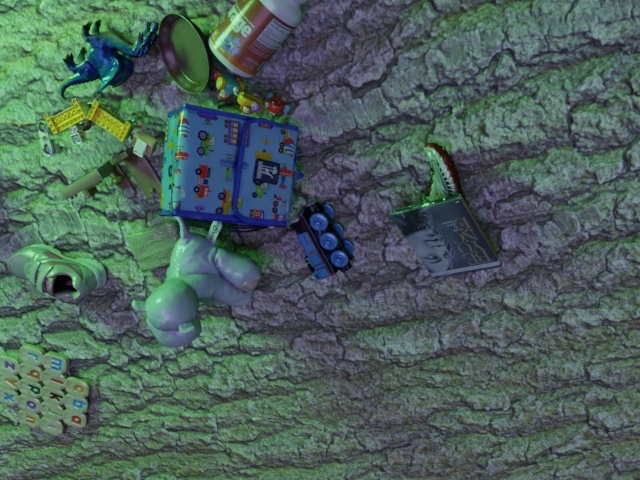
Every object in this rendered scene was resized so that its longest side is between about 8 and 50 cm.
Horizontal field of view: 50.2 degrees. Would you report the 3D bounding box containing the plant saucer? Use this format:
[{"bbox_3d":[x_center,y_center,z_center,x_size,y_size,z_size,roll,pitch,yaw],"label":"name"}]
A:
[{"bbox_3d":[-0.278,-0.392,1.428,0.168,0.029,0.168,28,134,34],"label":"plant saucer"}]

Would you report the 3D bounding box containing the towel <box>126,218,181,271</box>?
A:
[{"bbox_3d":[-0.395,0.015,1.668,0.148,0.027,0.110,-18,109,18],"label":"towel"}]

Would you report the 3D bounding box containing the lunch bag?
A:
[{"bbox_3d":[-0.176,-0.148,1.446,0.293,0.138,0.221,5,89,-26],"label":"lunch bag"}]

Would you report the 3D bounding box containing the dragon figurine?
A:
[{"bbox_3d":[-0.466,-0.375,1.480,0.144,0.085,0.289,40,114,-7],"label":"dragon figurine"}]

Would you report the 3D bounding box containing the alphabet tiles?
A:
[{"bbox_3d":[-0.783,0.425,1.931,0.278,0.021,0.284,16,115,5],"label":"alphabet tiles"}]

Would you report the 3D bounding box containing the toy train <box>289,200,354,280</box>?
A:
[{"bbox_3d":[0.000,0.000,1.552,0.105,0.080,0.184,-22,107,26],"label":"toy train"}]

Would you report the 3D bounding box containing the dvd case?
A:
[{"bbox_3d":[0.270,-0.002,1.463,0.164,0.018,0.221,-13,132,33],"label":"dvd case"}]

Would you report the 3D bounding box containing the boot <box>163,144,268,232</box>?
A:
[{"bbox_3d":[-0.226,-0.130,1.531,0.246,0.094,0.207,5,117,15],"label":"boot"}]

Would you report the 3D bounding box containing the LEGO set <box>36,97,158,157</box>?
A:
[{"bbox_3d":[-0.485,-0.259,1.519,0.287,0.107,0.132,1,110,12],"label":"LEGO set"}]

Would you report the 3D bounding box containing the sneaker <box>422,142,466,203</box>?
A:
[{"bbox_3d":[0.253,-0.098,1.450,0.092,0.088,0.225,-12,110,18],"label":"sneaker"}]

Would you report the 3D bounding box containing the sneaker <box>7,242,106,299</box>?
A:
[{"bbox_3d":[-0.673,0.082,1.708,0.252,0.111,0.103,9,115,8],"label":"sneaker"}]

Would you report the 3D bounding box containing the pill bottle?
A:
[{"bbox_3d":[-0.116,-0.440,1.359,0.121,0.121,0.216,42,114,-8],"label":"pill bottle"}]

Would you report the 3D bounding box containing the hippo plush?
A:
[{"bbox_3d":[-0.272,0.121,1.526,0.234,0.237,0.294,17,142,2],"label":"hippo plush"}]

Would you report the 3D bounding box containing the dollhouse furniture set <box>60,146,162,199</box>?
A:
[{"bbox_3d":[-0.469,-0.116,1.558,0.144,0.151,0.123,-24,107,22],"label":"dollhouse furniture set"}]

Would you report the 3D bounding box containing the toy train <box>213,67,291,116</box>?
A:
[{"bbox_3d":[-0.150,-0.301,1.434,0.166,0.125,0.046,34,119,4],"label":"toy train"}]
